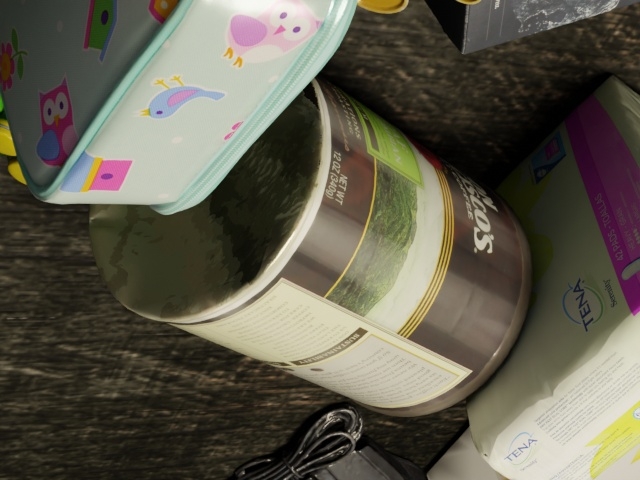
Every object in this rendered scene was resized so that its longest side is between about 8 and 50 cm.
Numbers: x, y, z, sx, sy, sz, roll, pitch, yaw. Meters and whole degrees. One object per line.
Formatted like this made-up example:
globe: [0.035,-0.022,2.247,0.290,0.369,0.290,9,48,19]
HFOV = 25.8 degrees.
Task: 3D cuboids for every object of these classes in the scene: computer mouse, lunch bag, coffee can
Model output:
computer mouse: [0.031,0.280,1.490,0.188,0.072,0.272,-38,143,14]
lunch bag: [-0.095,-0.165,0.688,0.107,0.279,0.224,3,146,-34]
coffee can: [0.000,0.000,1.011,0.201,0.201,0.275,-40,142,18]

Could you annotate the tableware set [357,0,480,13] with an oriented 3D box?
tableware set: [0.032,-0.170,0.891,0.154,0.024,0.104,6,155,30]

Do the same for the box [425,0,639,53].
box: [0.149,-0.225,0.918,0.158,0.093,0.156,-18,143,-13]

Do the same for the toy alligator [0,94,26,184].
toy alligator: [-0.207,-0.090,0.903,0.051,0.056,0.190,8,151,22]

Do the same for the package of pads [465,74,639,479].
package of pads: [0.205,0.035,1.106,0.101,0.296,0.229,33,117,-22]

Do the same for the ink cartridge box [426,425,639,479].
ink cartridge box: [0.344,0.203,1.511,0.279,0.160,0.385,7,133,-37]
